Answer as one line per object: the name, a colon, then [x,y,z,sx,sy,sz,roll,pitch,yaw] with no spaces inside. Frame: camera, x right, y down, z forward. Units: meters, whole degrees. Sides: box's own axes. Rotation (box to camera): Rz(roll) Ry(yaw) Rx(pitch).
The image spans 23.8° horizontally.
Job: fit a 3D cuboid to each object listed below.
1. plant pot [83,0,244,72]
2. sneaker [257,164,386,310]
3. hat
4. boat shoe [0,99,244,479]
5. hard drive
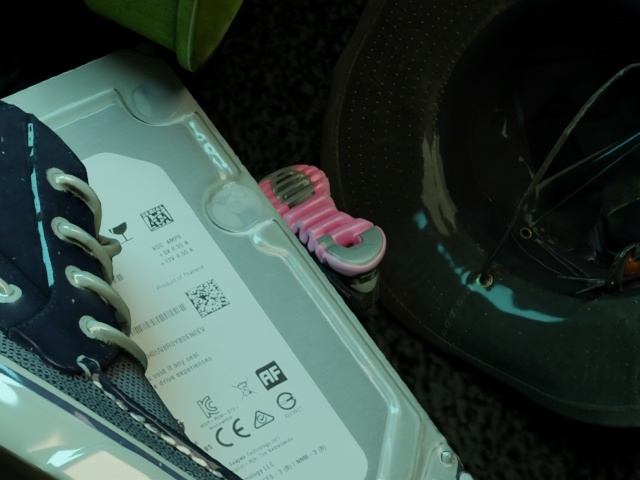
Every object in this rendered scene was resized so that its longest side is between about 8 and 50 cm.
plant pot: [-0.168,-0.332,0.868,0.353,0.366,0.366,22,57,-1]
sneaker: [0.000,0.000,0.903,0.047,0.057,0.119,-26,42,-14]
hat: [0.172,-0.058,0.901,0.331,0.331,0.134,53,24,19]
boat shoe: [-0.129,0.035,0.727,0.340,0.127,0.158,31,65,8]
hard drive: [-0.106,0.063,0.831,0.237,0.064,0.339,-26,67,-25]
